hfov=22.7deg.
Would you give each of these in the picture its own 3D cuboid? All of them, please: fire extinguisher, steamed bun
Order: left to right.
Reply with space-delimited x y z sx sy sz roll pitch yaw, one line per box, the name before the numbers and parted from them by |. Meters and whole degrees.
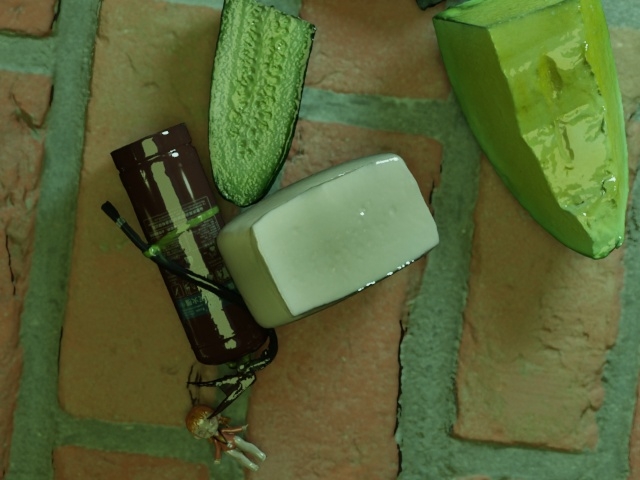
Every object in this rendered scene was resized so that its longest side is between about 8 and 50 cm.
fire extinguisher | -0.154 0.040 1.893 0.141 0.105 0.341 -20 95 8
steamed bun | 0.000 0.000 1.846 0.241 0.164 0.146 -26 96 -22

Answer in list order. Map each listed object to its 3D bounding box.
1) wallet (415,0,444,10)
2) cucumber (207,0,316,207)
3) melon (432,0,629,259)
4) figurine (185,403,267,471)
wallet | 0.142 -0.468 1.847 0.237 0.075 0.342 -26 96 9
cucumber | -0.077 -0.162 1.888 0.115 0.063 0.244 14 97 7
melon | 0.268 -0.138 1.856 0.196 0.124 0.323 -18 101 4
figurine | -0.117 0.242 1.944 0.109 0.047 0.064 37 93 -6
